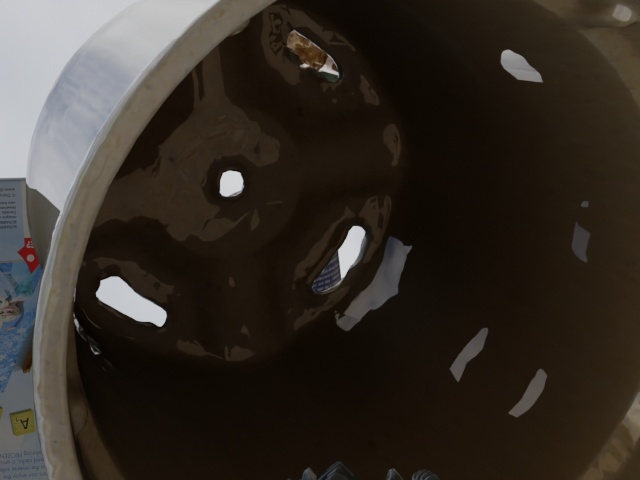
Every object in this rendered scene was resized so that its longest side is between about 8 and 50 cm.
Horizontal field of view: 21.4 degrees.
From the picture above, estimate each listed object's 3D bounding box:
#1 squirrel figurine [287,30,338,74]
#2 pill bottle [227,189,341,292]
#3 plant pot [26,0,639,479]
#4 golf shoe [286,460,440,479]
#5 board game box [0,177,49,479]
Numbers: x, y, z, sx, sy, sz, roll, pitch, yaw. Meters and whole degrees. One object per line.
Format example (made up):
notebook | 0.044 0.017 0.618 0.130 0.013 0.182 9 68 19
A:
squirrel figurine | 0.097 -0.302 1.349 0.397 0.370 0.281 5 -146 -43
pill bottle | -0.028 0.042 1.419 0.094 0.094 0.169 -34 -60 -62
plant pot | 0.000 0.000 0.793 0.334 0.334 0.305 49 174 -26
golf shoe | 0.019 0.115 0.456 0.094 0.077 0.198 55 175 -1
board game box | -0.325 0.117 1.222 0.318 0.066 0.318 -2 -97 -16
